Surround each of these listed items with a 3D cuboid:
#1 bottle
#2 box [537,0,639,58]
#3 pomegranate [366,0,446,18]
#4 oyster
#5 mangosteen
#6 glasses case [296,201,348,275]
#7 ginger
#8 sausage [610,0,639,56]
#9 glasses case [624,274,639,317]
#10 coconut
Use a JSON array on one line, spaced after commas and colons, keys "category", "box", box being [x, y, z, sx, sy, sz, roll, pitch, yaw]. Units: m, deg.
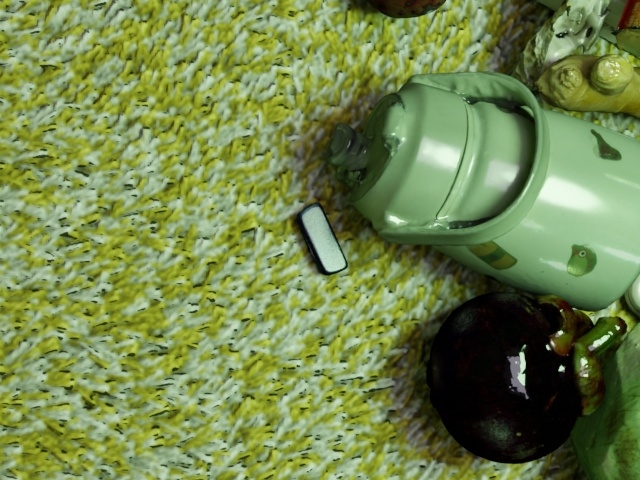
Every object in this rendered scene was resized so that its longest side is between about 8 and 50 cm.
[{"category": "bottle", "box": [0.188, -0.069, 1.478, 0.352, 0.229, 0.229, 19, 79, -18]}, {"category": "box", "box": [0.393, -0.389, 1.635, 0.203, 0.116, 0.274, 24, 79, -15]}, {"category": "pomegranate", "box": [0.113, -0.308, 1.526, 0.159, 0.129, 0.129, 24, 78, -26]}, {"category": "oyster", "box": [0.266, -0.233, 1.549, 0.200, 0.061, 0.106, -51, 145, 12]}, {"category": "mangosteen", "box": [0.234, 0.146, 1.488, 0.231, 0.194, 0.194, -15, 91, 11]}, {"category": "glasses case", "box": [0.000, 0.000, 1.508, 0.033, 0.023, 0.083, -25, 93, -15]}, {"category": "ginger", "box": [0.365, -0.175, 1.578, 0.299, 0.118, 0.065, 4, 87, -51]}, {"category": "sausage", "box": [0.414, -0.337, 1.539, 0.083, 0.083, 0.264, 26, 79, -17]}, {"category": "glasses case", "box": [0.463, 0.097, 1.656, 0.204, 0.051, 0.081, 38, 73, -13]}, {"category": "coconut", "box": [0.435, 0.237, 1.517, 0.281, 0.328, 0.328, 14, 79, -53]}]
